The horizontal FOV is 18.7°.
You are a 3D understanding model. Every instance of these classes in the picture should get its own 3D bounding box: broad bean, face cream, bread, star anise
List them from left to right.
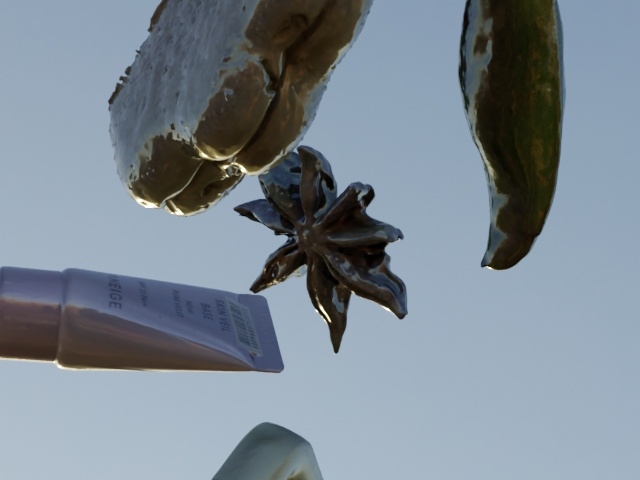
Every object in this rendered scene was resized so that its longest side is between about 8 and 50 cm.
[{"bbox_3d":[-0.177,0.081,1.869,0.273,0.154,0.096,5,-67,-12],"label":"face cream"},{"bbox_3d":[-0.039,-0.157,1.427,0.102,0.183,0.337,22,-74,-29],"label":"bread"},{"bbox_3d":[0.000,0.000,1.673,0.204,0.061,0.181,31,-55,23],"label":"star anise"},{"bbox_3d":[0.124,-0.149,1.245,0.077,0.339,0.061,10,14,35],"label":"broad bean"}]

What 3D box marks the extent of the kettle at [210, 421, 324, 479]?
[{"bbox_3d":[-0.073,0.317,1.419,0.265,0.205,0.318,-27,-34,-9],"label":"kettle"}]
